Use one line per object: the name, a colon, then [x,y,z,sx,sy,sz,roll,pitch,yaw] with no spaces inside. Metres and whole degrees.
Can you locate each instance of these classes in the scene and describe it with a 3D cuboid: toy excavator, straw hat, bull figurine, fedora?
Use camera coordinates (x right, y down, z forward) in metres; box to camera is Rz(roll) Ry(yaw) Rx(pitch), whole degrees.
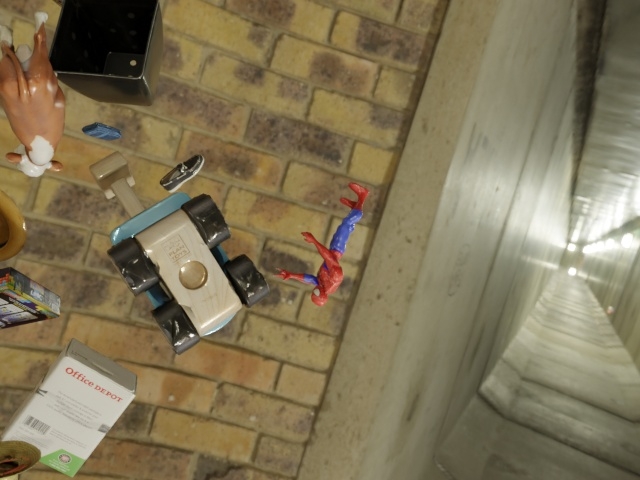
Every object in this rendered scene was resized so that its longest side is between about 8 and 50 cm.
toy excavator: [-0.356,-0.001,1.313,0.433,0.222,0.445,60,161,-13]
straw hat: [-0.563,0.411,1.051,0.144,0.061,0.144,1,-171,0]
bull figurine: [-0.495,-0.240,1.033,0.101,0.189,0.310,-4,164,-25]
fedora: [-0.705,-0.050,1.266,0.194,0.195,0.079,17,-155,-13]

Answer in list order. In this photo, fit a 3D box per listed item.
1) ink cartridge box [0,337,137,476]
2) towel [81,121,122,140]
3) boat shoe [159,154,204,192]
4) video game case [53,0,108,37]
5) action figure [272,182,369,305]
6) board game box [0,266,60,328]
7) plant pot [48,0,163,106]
ink cartridge box: [-0.491,0.329,1.192,0.160,0.219,0.092,37,-176,-19]
towel: [-0.676,-0.334,1.862,0.067,0.029,0.119,-13,174,17]
boat shoe: [-0.338,-0.168,1.463,0.038,0.125,0.046,39,-161,-46]
video game case: [-0.461,-0.592,1.285,0.061,0.270,0.244,17,166,39]
action figure: [0.000,0.000,1.211,0.138,0.281,0.091,19,146,-5]
board game box: [-0.599,0.112,1.131,0.140,0.048,0.170,-10,154,4]
plant pot: [-0.417,-0.374,1.230,0.187,0.188,0.167,6,163,2]
